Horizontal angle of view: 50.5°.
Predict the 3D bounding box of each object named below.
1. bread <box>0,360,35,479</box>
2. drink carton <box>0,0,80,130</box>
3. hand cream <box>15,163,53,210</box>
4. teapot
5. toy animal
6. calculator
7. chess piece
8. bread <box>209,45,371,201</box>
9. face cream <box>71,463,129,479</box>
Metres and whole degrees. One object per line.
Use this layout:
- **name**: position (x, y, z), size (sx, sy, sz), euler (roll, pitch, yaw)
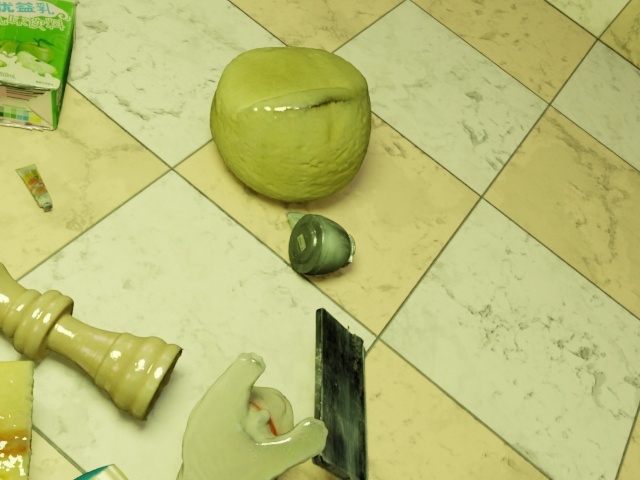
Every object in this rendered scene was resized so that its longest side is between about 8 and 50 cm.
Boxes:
- **bread**: position (-0.438, 0.267, 0.804), size (0.178, 0.135, 0.240), euler (4, 47, -25)
- **drink carton**: position (-0.540, -0.339, 1.240), size (0.161, 0.108, 0.271), euler (7, 54, -20)
- **hand cream**: position (-0.481, -0.091, 1.145), size (0.035, 0.022, 0.102), euler (-24, 64, -27)
- **teapot**: position (-0.001, 0.011, 1.255), size (0.108, 0.149, 0.111), euler (12, 89, -35)
- **toy animal**: position (-0.079, 0.352, 0.936), size (0.308, 0.188, 0.266), euler (41, 74, 1)
- **calculator**: position (0.034, 0.245, 1.074), size (0.161, 0.021, 0.262), euler (47, 34, -43)
- **chess piece**: position (-0.399, 0.116, 0.975), size (0.397, 0.117, 0.117), euler (28, 49, -1)
- **bread**: position (-0.052, -0.226, 1.309), size (0.320, 0.237, 0.321), euler (11, 39, -9)
- **face cream**: position (-0.227, 0.406, 0.838), size (0.285, 0.067, 0.139), euler (43, 95, 10)
